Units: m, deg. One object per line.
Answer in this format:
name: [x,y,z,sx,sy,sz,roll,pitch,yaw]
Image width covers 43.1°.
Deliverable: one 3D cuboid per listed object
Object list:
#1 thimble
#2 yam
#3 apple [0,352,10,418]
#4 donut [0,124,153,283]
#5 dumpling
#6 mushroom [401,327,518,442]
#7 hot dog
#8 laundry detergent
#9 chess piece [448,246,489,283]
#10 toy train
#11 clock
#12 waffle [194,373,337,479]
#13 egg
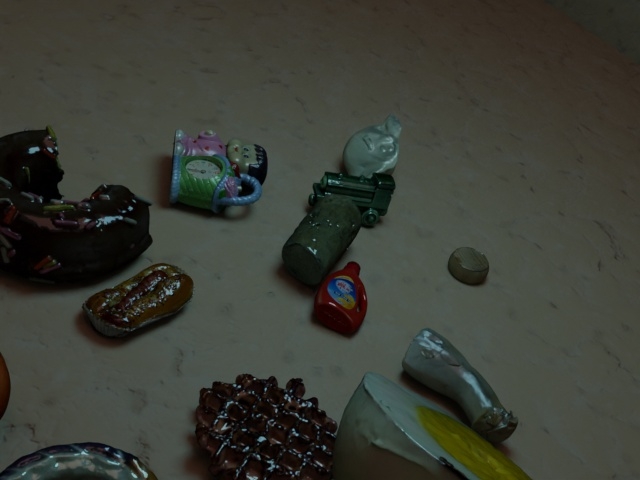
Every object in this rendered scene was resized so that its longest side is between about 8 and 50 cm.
thimble: [-0.292,0.352,0.923,0.237,0.150,0.237,10,39,-9]
yam: [0.000,0.000,1.523,0.107,0.107,0.194,26,39,9]
apple: [-0.481,0.190,1.042,0.163,0.163,0.139,-9,74,-32]
donut: [-0.480,-0.062,1.377,0.345,0.136,0.259,35,37,23]
dumpling: [0.125,-0.198,1.797,0.124,0.151,0.229,36,31,-23]
mushroom: [0.232,0.243,1.344,0.223,0.081,0.092,45,26,27]
hot dog: [-0.291,0.094,1.324,0.108,0.059,0.191,33,41,24]
laundry detergent: [0.047,0.095,1.472,0.097,0.049,0.165,36,36,-5]
chess piece: [0.301,0.050,1.646,0.083,0.038,0.084,11,40,-10]
toy train: [0.063,-0.092,1.665,0.170,0.111,0.071,7,34,-15]
clock: [-0.201,-0.135,1.617,0.195,0.100,0.194,5,43,-13]
waffle: [-0.075,0.279,1.176,0.221,0.055,0.234,-1,37,-30]
egg: [0.132,0.336,1.069,0.337,0.201,0.337,36,1,-1]
